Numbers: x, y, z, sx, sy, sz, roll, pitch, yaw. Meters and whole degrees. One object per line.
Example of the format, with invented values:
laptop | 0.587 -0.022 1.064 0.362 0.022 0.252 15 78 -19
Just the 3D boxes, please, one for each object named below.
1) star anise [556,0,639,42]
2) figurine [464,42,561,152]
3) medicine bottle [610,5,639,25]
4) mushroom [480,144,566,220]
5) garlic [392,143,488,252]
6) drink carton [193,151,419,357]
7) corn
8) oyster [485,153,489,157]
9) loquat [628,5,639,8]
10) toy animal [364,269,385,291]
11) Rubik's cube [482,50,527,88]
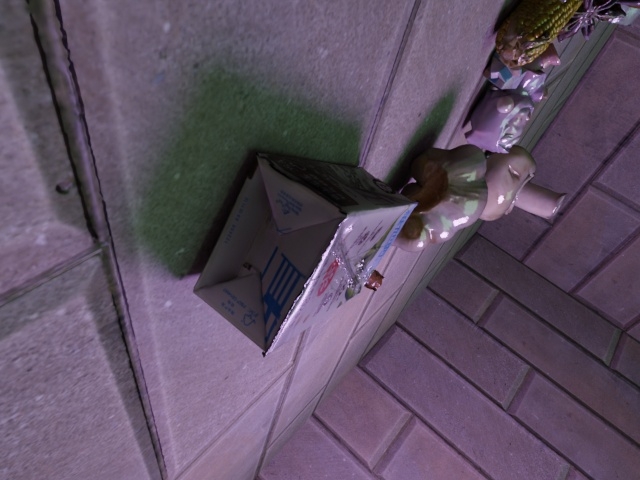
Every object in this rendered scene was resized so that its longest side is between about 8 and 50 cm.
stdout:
star anise | 0.659 -0.574 1.085 0.231 0.089 0.209 -1 163 -27
figurine | 0.459 -0.341 1.069 0.200 0.133 0.276 -9 130 -53
medicine bottle | 0.980 -0.793 1.428 0.147 0.147 0.143 -38 153 -36
mushroom | 0.743 -0.188 1.699 0.314 0.336 0.314 -43 151 -31
garlic | 0.256 -0.087 0.979 0.281 0.185 0.203 -58 180 14
drink carton | 0.000 0.000 0.607 0.194 0.132 0.324 -59 162 19
corn | 0.445 -0.456 0.871 0.293 0.106 0.106 -51 162 -17
oyster | 0.486 -0.174 1.512 0.198 0.092 0.259 -38 148 -37
loquat | 0.823 -0.693 1.093 0.238 0.238 0.193 -48 161 -13
toy animal | 0.086 0.059 0.967 0.057 0.099 0.241 -52 162 -1
Rubik's cube | 0.401 -0.373 0.952 0.084 0.075 0.073 -31 155 -45
